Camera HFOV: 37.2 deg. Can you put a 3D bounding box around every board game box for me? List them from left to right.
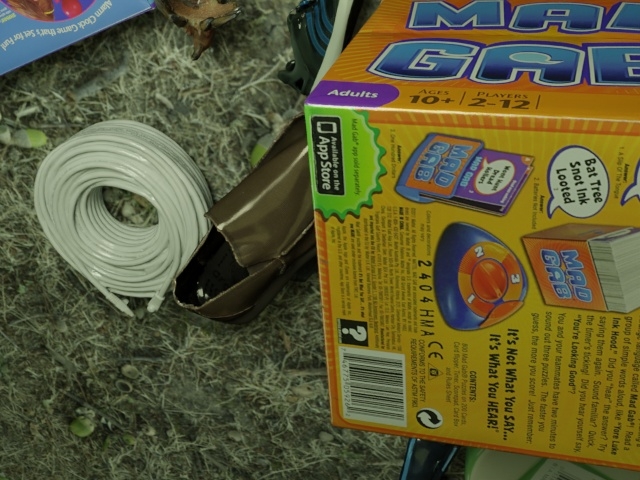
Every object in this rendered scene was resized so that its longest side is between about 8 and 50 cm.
[{"bbox_3d":[-0.384,-0.341,1.169,0.347,0.078,0.233,-15,116,25],"label":"board game box"},{"bbox_3d":[0.216,-0.035,0.959,0.356,0.356,0.357,6,122,17],"label":"board game box"}]

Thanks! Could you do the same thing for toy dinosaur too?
[{"bbox_3d":[-0.170,-0.324,1.030,0.127,0.295,0.200,12,87,39],"label":"toy dinosaur"}]

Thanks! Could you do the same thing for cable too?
[{"bbox_3d":[-0.267,-0.042,1.320,0.257,0.089,0.257,42,123,-11],"label":"cable"}]

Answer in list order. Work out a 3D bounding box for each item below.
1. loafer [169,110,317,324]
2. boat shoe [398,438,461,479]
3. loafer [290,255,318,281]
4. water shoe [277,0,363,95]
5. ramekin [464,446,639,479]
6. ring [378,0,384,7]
[{"bbox_3d":[-0.071,-0.017,1.208,0.134,0.130,0.366,49,121,26],"label":"loafer"},{"bbox_3d":[0.161,0.393,1.455,0.089,0.109,0.258,12,126,6],"label":"boat shoe"},{"bbox_3d":[0.000,0.000,1.288,0.061,0.062,0.170,28,134,-29],"label":"loafer"},{"bbox_3d":[-0.001,-0.257,1.107,0.080,0.073,0.203,21,125,6],"label":"water shoe"},{"bbox_3d":[0.341,0.303,1.312,0.303,0.148,0.303,8,124,12],"label":"ramekin"},{"bbox_3d":[0.223,-0.205,1.090,0.336,0.032,0.337,9,124,14],"label":"ring"}]
